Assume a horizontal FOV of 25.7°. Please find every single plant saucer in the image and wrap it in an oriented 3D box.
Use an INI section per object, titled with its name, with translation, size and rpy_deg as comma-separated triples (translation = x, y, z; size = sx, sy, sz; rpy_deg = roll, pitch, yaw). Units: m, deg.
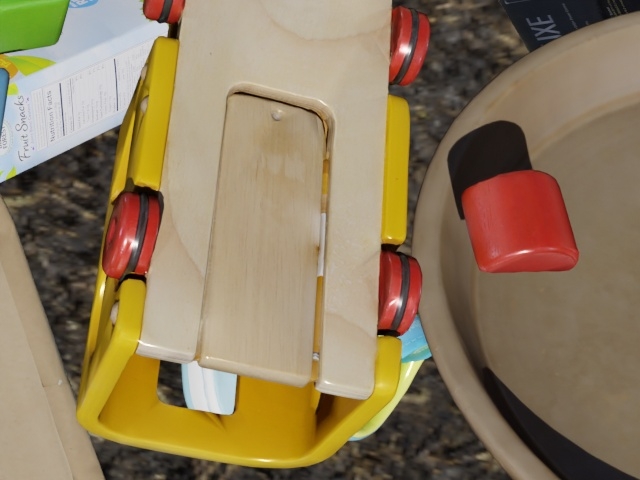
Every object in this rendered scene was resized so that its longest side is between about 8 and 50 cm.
[plant saucer]
translation = 0.171, 0.018, 0.508
size = 0.278, 0.278, 0.041
rpy_deg = -39, 151, -27

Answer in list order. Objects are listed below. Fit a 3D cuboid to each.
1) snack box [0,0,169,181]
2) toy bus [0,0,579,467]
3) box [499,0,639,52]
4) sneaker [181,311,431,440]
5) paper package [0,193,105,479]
[snack box]
translation = -0.186, -0.134, 0.913
size = 0.207, 0.174, 0.070
rpy_deg = -34, 138, -37
[toy bus]
translation = -0.028, -0.021, 0.491
size = 0.202, 0.104, 0.191
rpy_deg = -32, 79, -32
[box]
translation = 0.209, -0.208, 0.858
size = 0.307, 0.242, 0.076
rpy_deg = 52, 51, -32
[sneaker]
translation = 0.000, 0.000, 1.043
size = 0.127, 0.208, 0.319
rpy_deg = -11, 102, -48
[paper package]
translation = -0.296, 0.164, 0.997
size = 0.168, 0.325, 0.309
rpy_deg = -13, 74, -33
